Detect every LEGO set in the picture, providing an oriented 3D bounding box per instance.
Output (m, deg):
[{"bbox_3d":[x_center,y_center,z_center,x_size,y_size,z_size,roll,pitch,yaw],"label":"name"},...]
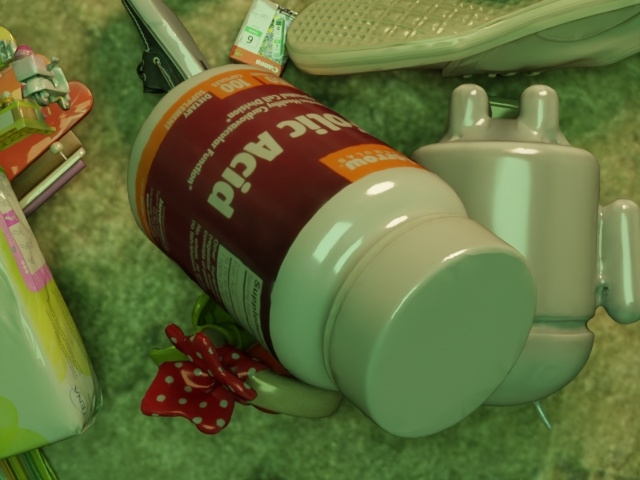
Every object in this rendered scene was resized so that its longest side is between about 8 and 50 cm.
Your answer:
[{"bbox_3d":[-0.388,-0.130,1.135,0.287,0.132,0.107,-19,79,4],"label":"LEGO set"}]

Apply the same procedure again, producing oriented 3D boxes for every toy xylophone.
[{"bbox_3d":[-0.408,-0.143,1.232,0.322,0.081,0.236,40,87,1],"label":"toy xylophone"}]

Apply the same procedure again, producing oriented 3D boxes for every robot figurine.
[{"bbox_3d":[0.187,0.018,1.181,0.299,0.200,0.354,3,89,15],"label":"robot figurine"}]

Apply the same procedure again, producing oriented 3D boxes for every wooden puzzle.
[{"bbox_3d":[0.202,-0.127,1.287,0.116,0.014,0.079,15,82,-1],"label":"wooden puzzle"}]

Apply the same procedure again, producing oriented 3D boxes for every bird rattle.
[{"bbox_3d":[-0.070,0.122,1.151,0.207,0.253,0.143,17,90,-13],"label":"bird rattle"}]

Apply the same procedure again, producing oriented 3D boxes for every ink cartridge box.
[{"bbox_3d":[-0.067,-0.209,1.273,0.062,0.029,0.115,24,86,0],"label":"ink cartridge box"}]

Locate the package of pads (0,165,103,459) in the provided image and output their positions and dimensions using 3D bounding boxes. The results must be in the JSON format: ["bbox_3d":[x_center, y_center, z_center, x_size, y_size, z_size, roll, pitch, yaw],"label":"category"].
[{"bbox_3d":[-0.377,0.088,1.170,0.229,0.101,0.297,-19,101,11],"label":"package of pads"}]

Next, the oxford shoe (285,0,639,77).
[{"bbox_3d":[0.187,-0.233,1.234,0.449,0.130,0.169,-12,46,-2],"label":"oxford shoe"}]

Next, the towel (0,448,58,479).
[{"bbox_3d":[-0.403,0.302,1.239,0.237,0.021,0.102,-29,87,-3],"label":"towel"}]

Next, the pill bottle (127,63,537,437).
[{"bbox_3d":[0.000,0.000,1.071,0.224,0.224,0.392,-50,47,-4],"label":"pill bottle"}]

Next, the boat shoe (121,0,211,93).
[{"bbox_3d":[-0.162,-0.180,1.250,0.076,0.080,0.228,-34,93,10],"label":"boat shoe"}]
